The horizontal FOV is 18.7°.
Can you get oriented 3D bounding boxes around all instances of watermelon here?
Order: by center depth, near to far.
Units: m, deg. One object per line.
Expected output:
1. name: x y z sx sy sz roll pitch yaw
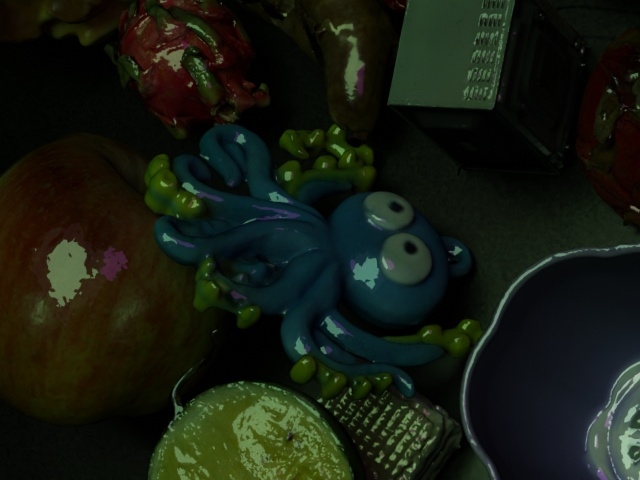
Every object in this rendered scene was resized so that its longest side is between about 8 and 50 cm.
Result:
1. watermelon: -0.050 0.226 1.818 0.232 0.127 0.204 39 107 19

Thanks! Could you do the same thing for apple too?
1. apple: -0.234 0.053 1.965 0.301 0.301 0.301 -8 72 23

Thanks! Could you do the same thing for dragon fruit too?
1. dragon fruit: 0.332 -0.128 1.826 0.223 0.148 0.218 -18 67 19
2. dragon fruit: -0.141 -0.184 2.072 0.160 0.166 0.172 -13 49 -20

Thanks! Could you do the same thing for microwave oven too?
1. microwave oven: 0.170 -0.161 1.882 0.129 0.205 0.163 4 77 27

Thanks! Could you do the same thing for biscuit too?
1. biscuit: -0.029 0.318 1.903 0.144 0.078 0.426 34 91 28

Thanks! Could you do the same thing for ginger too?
1. ginger: -0.013 -0.248 2.046 0.133 0.107 0.309 -29 60 -36

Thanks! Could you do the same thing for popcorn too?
1. popcorn: -0.304 -0.341 2.167 0.265 0.225 0.332 -25 43 5

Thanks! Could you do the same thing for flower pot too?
1. flower pot: 0.285 0.149 1.713 0.265 0.243 0.265 -6 75 24

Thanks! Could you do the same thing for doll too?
1. doll: 0.000 0.000 1.878 0.099 0.341 0.346 -57 41 39

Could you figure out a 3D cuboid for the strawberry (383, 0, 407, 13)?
1. strawberry: 0.094 -0.315 1.993 0.234 0.234 0.178 -18 90 20
